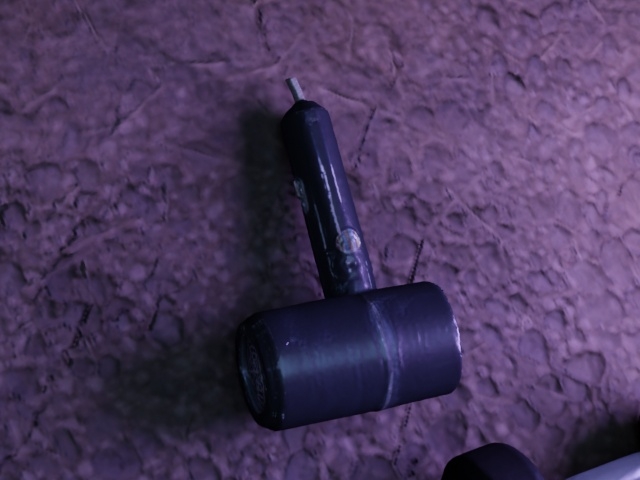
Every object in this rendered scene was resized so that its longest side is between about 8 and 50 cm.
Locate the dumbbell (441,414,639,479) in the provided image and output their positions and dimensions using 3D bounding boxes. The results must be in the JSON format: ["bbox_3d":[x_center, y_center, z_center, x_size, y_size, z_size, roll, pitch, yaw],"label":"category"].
[{"bbox_3d":[0.176,0.152,0.713,0.191,0.100,0.100,-15,83,-21],"label":"dumbbell"}]

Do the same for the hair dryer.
[{"bbox_3d":[0.000,0.000,0.712,0.124,0.071,0.219,-7,74,-19],"label":"hair dryer"}]
